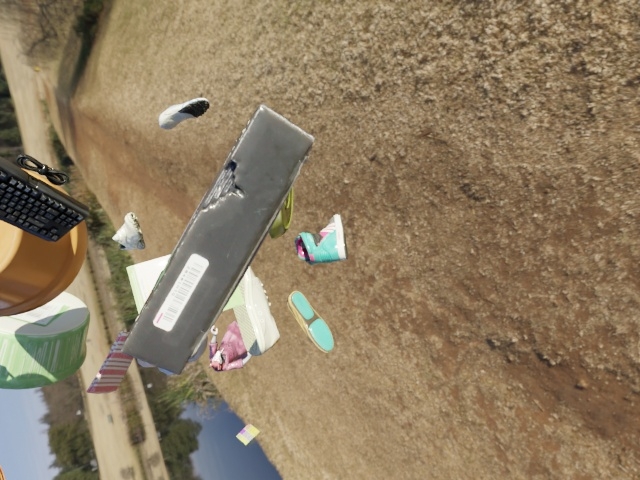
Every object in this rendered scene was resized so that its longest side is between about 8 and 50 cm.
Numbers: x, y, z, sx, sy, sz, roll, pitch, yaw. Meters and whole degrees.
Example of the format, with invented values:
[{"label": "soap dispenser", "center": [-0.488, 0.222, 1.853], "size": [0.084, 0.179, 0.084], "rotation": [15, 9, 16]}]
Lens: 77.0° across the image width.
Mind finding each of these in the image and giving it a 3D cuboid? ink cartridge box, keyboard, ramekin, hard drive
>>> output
[{"label": "ink cartridge box", "center": [-0.323, 0.112, 0.980], "size": [0.056, 0.235, 0.171], "rotation": [120, 131, -69]}, {"label": "keyboard", "center": [-0.403, -0.066, 0.543], "size": [0.023, 0.108, 0.180], "rotation": [47, 179, 33]}, {"label": "ramekin", "center": [-0.798, 0.249, 1.106], "size": [0.303, 0.303, 0.148], "rotation": [36, 109, 47]}, {"label": "hard drive", "center": [-0.123, -0.021, 0.487], "size": [0.236, 0.064, 0.339], "rotation": [-60, 18, -1]}]

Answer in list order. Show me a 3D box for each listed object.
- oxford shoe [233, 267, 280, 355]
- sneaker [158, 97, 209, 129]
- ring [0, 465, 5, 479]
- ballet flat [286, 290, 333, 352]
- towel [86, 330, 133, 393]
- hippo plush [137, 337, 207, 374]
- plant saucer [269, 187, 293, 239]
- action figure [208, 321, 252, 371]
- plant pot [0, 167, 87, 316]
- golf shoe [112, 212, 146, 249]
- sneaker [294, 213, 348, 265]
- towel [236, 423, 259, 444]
[{"label": "oxford shoe", "center": [-0.278, 0.247, 1.655], "size": [0.169, 0.130, 0.449], "rotation": [-43, 59, 44]}, {"label": "sneaker", "center": [-0.582, -0.551, 1.707], "size": [0.085, 0.237, 0.086], "rotation": [53, -162, -60]}, {"label": "ring", "center": [-0.979, 0.694, 1.053], "size": [0.336, 0.032, 0.336], "rotation": [155, 90, -90]}, {"label": "ballet flat", "center": [-0.036, 0.276, 1.358], "size": [0.232, 0.080, 0.073], "rotation": [58, 144, 8]}, {"label": "towel", "center": [-0.643, 0.383, 1.267], "size": [0.144, 0.029, 0.197], "rotation": [90, -158, -70]}, {"label": "hippo plush", "center": [-0.450, 0.296, 1.347], "size": [0.237, 0.234, 0.294], "rotation": [-14, 73, 33]}, {"label": "plant saucer", "center": [-0.108, -0.121, 1.114], "size": [0.241, 0.037, 0.240], "rotation": [1, -90, -84]}, {"label": "action figure", "center": [-0.494, 0.577, 2.080], "size": [0.248, 0.370, 0.275], "rotation": [40, 108, 3]}, {"label": "plant pot", "center": [-0.588, -0.008, 0.692], "size": [0.203, 0.291, 0.290], "rotation": [160, 96, -72]}, {"label": "golf shoe", "center": [-0.590, -0.017, 1.230], "size": [0.069, 0.086, 0.176], "rotation": [64, 154, 26]}, {"label": "sneaker", "center": [0.000, 0.000, 1.425], "size": [0.295, 0.179, 0.123], "rotation": [-88, -13, -68]}, {"label": "towel", "center": [-0.298, 0.797, 1.658], "size": [0.060, 0.083, 0.009], "rotation": [26, 122, 26]}]
